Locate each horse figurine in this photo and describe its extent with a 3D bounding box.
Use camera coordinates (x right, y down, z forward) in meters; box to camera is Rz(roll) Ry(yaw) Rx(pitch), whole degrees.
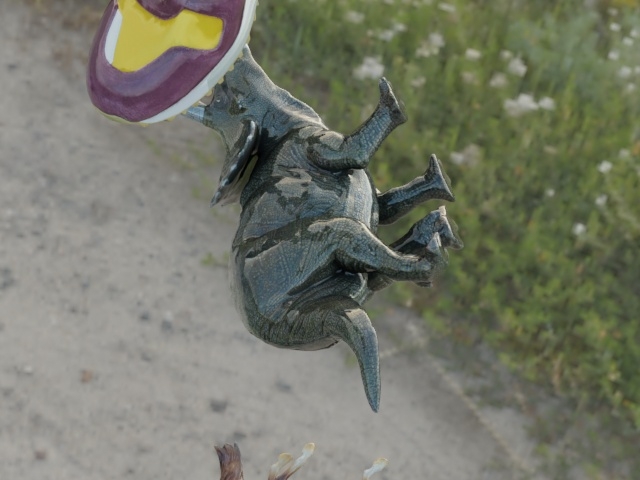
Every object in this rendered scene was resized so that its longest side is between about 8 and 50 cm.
[{"bbox_3d":[-0.007,0.291,1.497,0.263,0.066,0.174,10,44,23],"label":"horse figurine"}]

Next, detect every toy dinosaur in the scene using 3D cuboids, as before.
[{"bbox_3d":[0.000,0.000,0.898,0.160,0.121,0.313,-24,52,15],"label":"toy dinosaur"}]

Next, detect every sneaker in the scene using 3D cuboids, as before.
[{"bbox_3d":[-0.052,-0.138,0.620,0.069,0.185,0.084,29,-8,29],"label":"sneaker"}]
